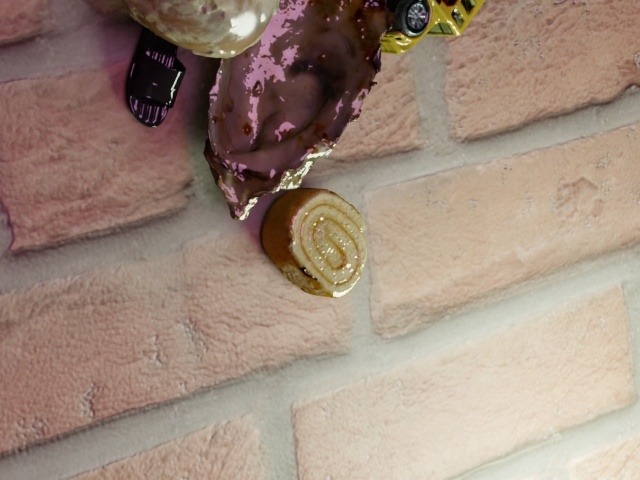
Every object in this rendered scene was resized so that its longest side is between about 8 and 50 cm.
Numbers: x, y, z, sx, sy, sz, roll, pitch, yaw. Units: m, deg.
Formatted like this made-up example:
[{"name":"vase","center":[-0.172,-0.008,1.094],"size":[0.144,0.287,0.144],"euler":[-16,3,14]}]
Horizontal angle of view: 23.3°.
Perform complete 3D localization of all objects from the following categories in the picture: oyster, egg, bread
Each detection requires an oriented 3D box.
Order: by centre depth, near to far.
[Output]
[{"name":"egg","center":[-0.146,-0.328,1.798],"size":[0.203,0.203,0.245],"euler":[-37,103,-25]},{"name":"oyster","center":[-0.029,-0.196,1.944],"size":[0.221,0.096,0.361],"euler":[8,88,-8]},{"name":"bread","center":[0.000,0.000,2.019],"size":[0.149,0.073,0.122],"euler":[45,69,-30]}]

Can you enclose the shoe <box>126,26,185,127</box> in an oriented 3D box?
[{"name":"shoe","center":[-0.190,-0.216,1.874],"size":[0.062,0.053,0.159],"euler":[13,86,-38]}]

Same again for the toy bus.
[{"name":"toy bus","center":[0.175,-0.376,2.065],"size":[0.335,0.121,0.123],"euler":[-55,129,-17]}]
